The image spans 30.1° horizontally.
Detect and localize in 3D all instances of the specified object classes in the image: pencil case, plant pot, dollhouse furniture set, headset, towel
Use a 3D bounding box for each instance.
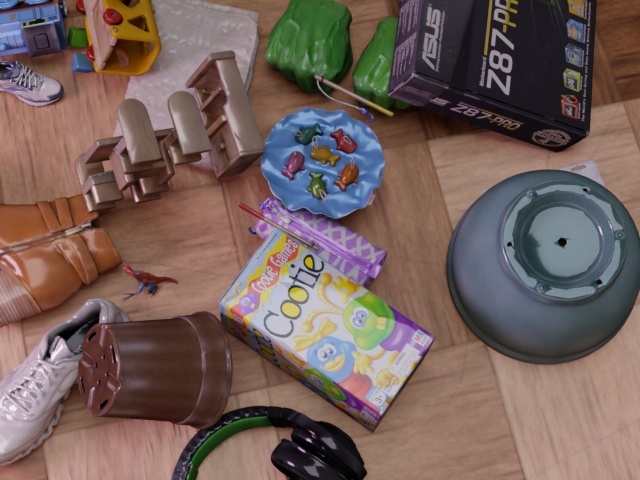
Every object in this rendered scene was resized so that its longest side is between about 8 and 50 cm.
[{"bbox_3d":[0.000,0.000,1.781,0.206,0.088,0.086,30,74,6],"label":"pencil case"},{"bbox_3d":[0.336,0.020,1.718,0.293,0.196,0.293,0,76,2],"label":"plant pot"},{"bbox_3d":[-0.227,-0.167,1.723,0.242,0.212,0.161,-13,79,-30],"label":"dollhouse furniture set"},{"bbox_3d":[-0.233,0.176,1.631,0.165,0.167,0.167,6,67,-36],"label":"plant pot"},{"bbox_3d":[-0.010,0.374,1.647,0.394,0.185,0.243,9,66,16],"label":"headset"},{"bbox_3d":[-0.208,-0.253,1.881,0.187,0.049,0.282,12,71,3],"label":"towel"}]

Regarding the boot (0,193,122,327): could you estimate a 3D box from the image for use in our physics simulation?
[{"bbox_3d":[-0.442,-0.030,1.756,0.220,0.109,0.283,-28,72,-14],"label":"boot"}]

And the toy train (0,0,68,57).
[{"bbox_3d":[-0.485,-0.336,1.864,0.184,0.080,0.105,-11,48,-7],"label":"toy train"}]

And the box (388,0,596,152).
[{"bbox_3d":[0.282,-0.369,1.873,0.318,0.097,0.395,16,69,-19],"label":"box"}]

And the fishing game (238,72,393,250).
[{"bbox_3d":[0.005,-0.118,1.763,0.189,0.041,0.264,31,69,6],"label":"fishing game"}]

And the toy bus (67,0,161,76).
[{"bbox_3d":[-0.309,-0.352,1.841,0.104,0.191,0.202,2,102,-31],"label":"toy bus"}]

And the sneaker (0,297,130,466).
[{"bbox_3d":[-0.389,0.192,1.678,0.110,0.118,0.292,38,74,8],"label":"sneaker"}]

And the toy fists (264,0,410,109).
[{"bbox_3d":[0.051,-0.285,1.884,0.279,0.096,0.142,16,63,4],"label":"toy fists"}]

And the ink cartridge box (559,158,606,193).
[{"bbox_3d":[0.417,-0.065,1.859,0.063,0.029,0.115,-15,71,-7],"label":"ink cartridge box"}]

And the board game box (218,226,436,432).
[{"bbox_3d":[0.006,0.131,1.706,0.275,0.144,0.142,34,73,9],"label":"board game box"}]

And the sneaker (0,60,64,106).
[{"bbox_3d":[-0.470,-0.250,1.858,0.135,0.058,0.052,13,71,1],"label":"sneaker"}]

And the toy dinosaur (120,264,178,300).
[{"bbox_3d":[-0.260,0.051,1.751,0.090,0.082,0.047,-25,74,-12],"label":"toy dinosaur"}]
